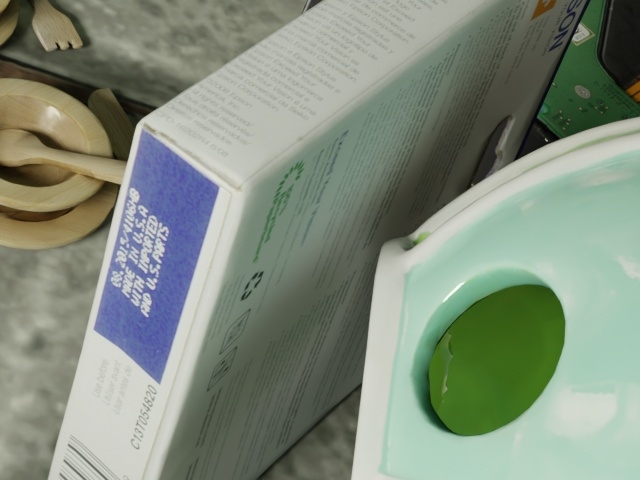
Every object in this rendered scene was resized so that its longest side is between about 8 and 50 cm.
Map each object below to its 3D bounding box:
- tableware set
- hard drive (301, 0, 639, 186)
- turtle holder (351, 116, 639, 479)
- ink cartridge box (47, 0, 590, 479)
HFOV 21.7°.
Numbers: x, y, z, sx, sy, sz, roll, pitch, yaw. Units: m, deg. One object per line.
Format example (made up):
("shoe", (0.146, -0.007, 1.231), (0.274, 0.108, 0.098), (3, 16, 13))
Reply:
("tableware set", (-0.151, -0.080, 0.730), (0.128, 0.039, 0.194), (-14, 59, -34))
("hard drive", (0.184, -0.059, 0.854), (0.339, 0.064, 0.237), (45, 47, 15))
("turtle holder", (0.121, 0.111, 0.555), (0.228, 0.243, 0.320), (7, 87, 2))
("ink cartridge box", (0.000, 0.000, 0.602), (0.045, 0.223, 0.224), (37, 45, 17))
